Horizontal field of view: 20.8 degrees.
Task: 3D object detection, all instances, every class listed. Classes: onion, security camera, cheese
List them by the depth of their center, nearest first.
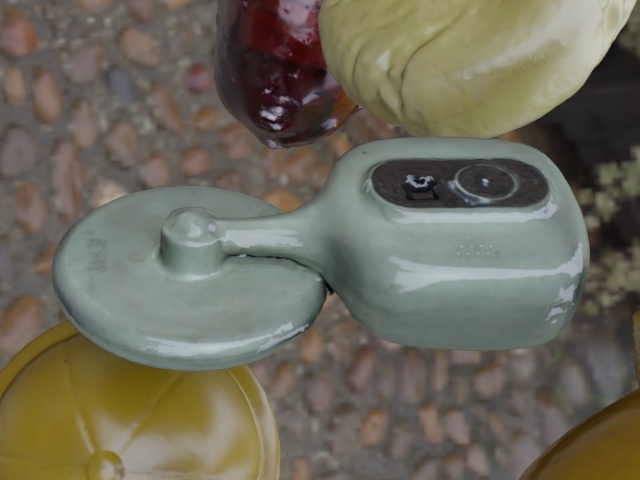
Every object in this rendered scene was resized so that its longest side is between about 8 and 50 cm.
[{"bbox_3d":[0.000,0.000,0.983,0.157,0.301,0.080,-102,-167,-51],"label":"security camera"},{"bbox_3d":[0.116,-0.168,1.288,0.226,0.214,0.117,-39,133,-3],"label":"cheese"},{"bbox_3d":[0.007,-0.206,1.650,0.252,0.219,0.252,22,90,-81],"label":"onion"}]

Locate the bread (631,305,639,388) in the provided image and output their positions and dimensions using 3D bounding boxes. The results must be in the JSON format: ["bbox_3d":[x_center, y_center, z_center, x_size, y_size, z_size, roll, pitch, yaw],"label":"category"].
[{"bbox_3d":[0.381,0.113,1.102,0.077,0.361,0.138,-46,135,-43],"label":"bread"}]

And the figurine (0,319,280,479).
[{"bbox_3d":[-0.132,0.122,1.108,0.167,0.257,0.192,41,94,-23],"label":"figurine"}]

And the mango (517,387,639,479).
[{"bbox_3d":[0.277,0.126,0.725,0.445,0.300,0.232,-4,106,-20],"label":"mango"}]
